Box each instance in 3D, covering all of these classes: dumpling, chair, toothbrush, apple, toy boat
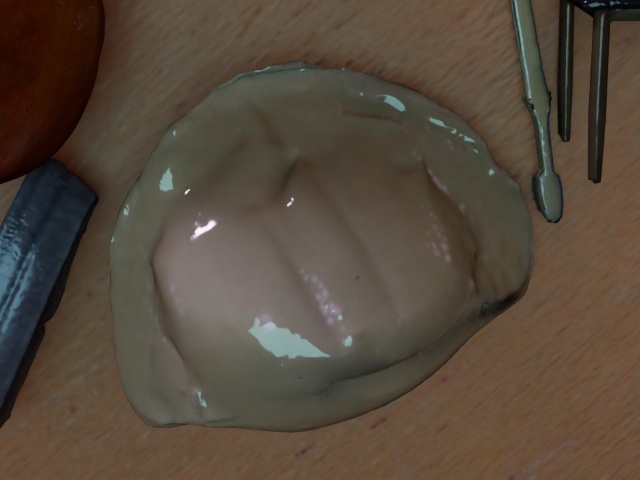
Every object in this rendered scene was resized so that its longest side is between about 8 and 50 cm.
[{"bbox_3d":[0.000,0.000,1.090,0.395,0.233,0.315,-15,100,-9],"label":"dumpling"},{"bbox_3d":[0.288,-0.200,1.049,0.166,0.188,0.272,-1,107,2],"label":"chair"},{"bbox_3d":[0.192,-0.159,1.138,0.026,0.028,0.294,-13,104,-16],"label":"toothbrush"},{"bbox_3d":[-0.299,-0.158,1.061,0.234,0.234,0.234,1,103,2],"label":"apple"},{"bbox_3d":[-0.289,0.056,1.160,0.078,0.127,0.283,24,99,-3],"label":"toy boat"}]
